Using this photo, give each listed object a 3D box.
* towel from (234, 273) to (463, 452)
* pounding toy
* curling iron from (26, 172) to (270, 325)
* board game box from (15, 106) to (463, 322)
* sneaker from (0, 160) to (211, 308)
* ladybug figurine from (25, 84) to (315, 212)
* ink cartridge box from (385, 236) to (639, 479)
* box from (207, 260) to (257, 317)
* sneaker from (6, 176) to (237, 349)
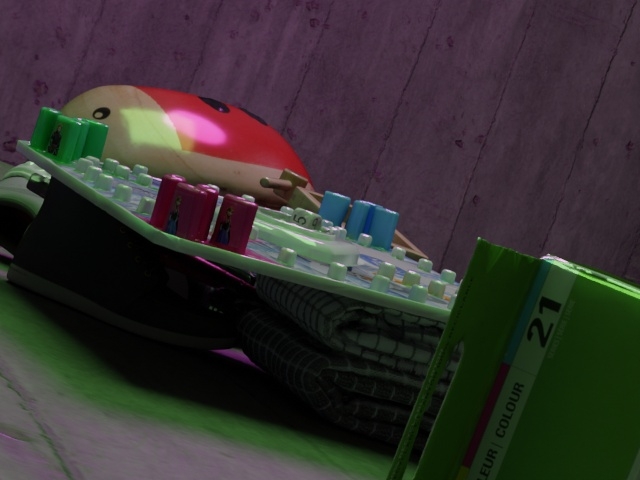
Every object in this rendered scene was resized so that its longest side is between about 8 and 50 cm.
[{"bbox_3d":[0.084,0.117,1.408,0.283,0.121,0.235,18,1,-19],"label":"towel"},{"bbox_3d":[-0.010,-0.005,1.824,0.181,0.094,0.206,19,14,-32],"label":"pounding toy"},{"bbox_3d":[-0.157,0.007,1.505,0.274,0.035,0.068,32,8,-1],"label":"curling iron"},{"bbox_3d":[-0.026,-0.016,1.358,0.390,0.050,0.390,16,6,-29],"label":"board game box"},{"bbox_3d":[-0.232,0.015,1.583,0.271,0.100,0.108,25,29,17],"label":"sneaker"},{"bbox_3d":[-0.178,-0.087,1.994,0.305,0.162,0.449,-6,-12,35],"label":"ladybug figurine"},{"bbox_3d":[0.122,0.109,0.825,0.097,0.189,0.255,23,4,21],"label":"ink cartridge box"},{"bbox_3d":[-0.127,0.045,1.775,0.295,0.073,0.293,23,-2,29],"label":"box"},{"bbox_3d":[-0.168,0.019,1.439,0.222,0.118,0.083,20,1,4],"label":"sneaker"}]
